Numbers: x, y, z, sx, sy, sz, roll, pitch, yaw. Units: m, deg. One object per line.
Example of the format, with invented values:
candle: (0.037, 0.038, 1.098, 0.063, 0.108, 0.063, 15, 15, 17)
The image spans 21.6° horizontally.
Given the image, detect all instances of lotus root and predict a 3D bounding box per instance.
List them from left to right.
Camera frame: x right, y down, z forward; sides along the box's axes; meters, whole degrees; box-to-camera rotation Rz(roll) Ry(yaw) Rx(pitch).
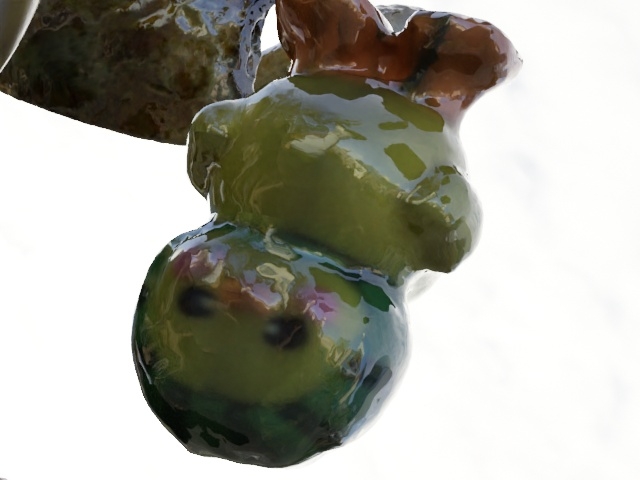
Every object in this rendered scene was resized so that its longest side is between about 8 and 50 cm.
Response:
lotus root: (-0.198, -0.203, 1.526, 0.314, 0.142, 0.210, 11, -85, 41)

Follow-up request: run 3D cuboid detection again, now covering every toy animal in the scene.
toy animal: (0.000, 0.002, 1.153, 0.216, 0.338, 0.191, 17, -18, 17)

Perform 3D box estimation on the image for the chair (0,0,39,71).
chair: (-0.228, -0.232, 0.992, 0.172, 0.158, 0.247, 61, -39, 42)

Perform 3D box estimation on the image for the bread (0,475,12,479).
bread: (-0.291, 0.245, 1.251, 0.204, 0.156, 0.288, 19, -14, -12)

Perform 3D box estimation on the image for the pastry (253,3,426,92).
pastry: (0.027, -0.197, 2.112, 0.136, 0.329, 0.329, 67, -24, 11)
